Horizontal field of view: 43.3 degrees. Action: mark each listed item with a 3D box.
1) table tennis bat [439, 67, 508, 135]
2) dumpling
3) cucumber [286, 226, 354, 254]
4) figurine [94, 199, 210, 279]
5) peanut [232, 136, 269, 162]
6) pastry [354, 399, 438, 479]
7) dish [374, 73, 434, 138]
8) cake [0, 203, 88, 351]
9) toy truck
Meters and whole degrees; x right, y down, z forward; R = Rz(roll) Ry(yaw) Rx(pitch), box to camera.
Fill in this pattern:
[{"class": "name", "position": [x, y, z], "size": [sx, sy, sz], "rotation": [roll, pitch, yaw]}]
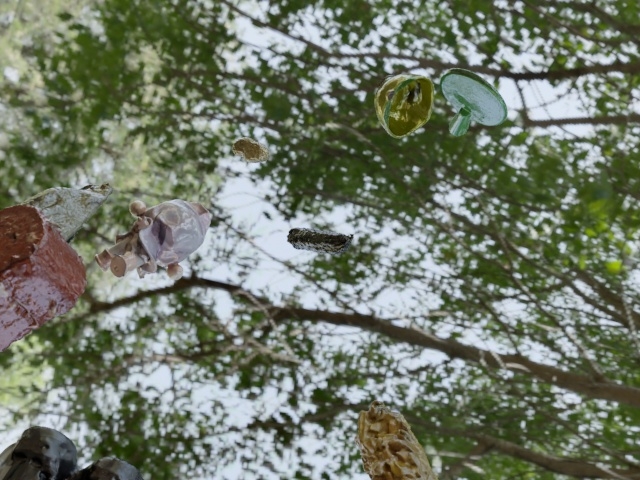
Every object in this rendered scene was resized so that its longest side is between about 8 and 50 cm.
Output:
[{"class": "table tennis bat", "position": [0.317, -0.286, 1.720], "size": [0.039, 0.160, 0.257], "rotation": [-52, 173, -14]}, {"class": "dumpling", "position": [-0.556, -0.051, 1.620], "size": [0.332, 0.166, 0.086], "rotation": [-66, 162, -55]}, {"class": "cucumber", "position": [0.000, 0.000, 1.620], "size": [0.181, 0.053, 0.053], "rotation": [5, -100, 52]}, {"class": "figurine", "position": [-0.364, -0.001, 1.778], "size": [0.133, 0.276, 0.200], "rotation": [-28, -86, 47]}, {"class": "peanut", "position": [-0.163, -0.208, 1.862], "size": [0.113, 0.054, 0.054], "rotation": [25, -82, 42]}, {"class": "pastry", "position": [0.128, 0.374, 1.257], "size": [0.102, 0.154, 0.250], "rotation": [-23, -146, -1]}, {"class": "dish", "position": [0.171, -0.310, 1.782], "size": [0.080, 0.207, 0.149], "rotation": [37, -80, 31]}, {"class": "cake", "position": [-0.539, 0.067, 1.352], "size": [0.282, 0.151, 0.177], "rotation": [-33, -142, -3]}, {"class": "toy truck", "position": [-0.330, 0.353, 1.012], "size": [0.177, 0.213, 0.161], "rotation": [121, -8, -52]}]
